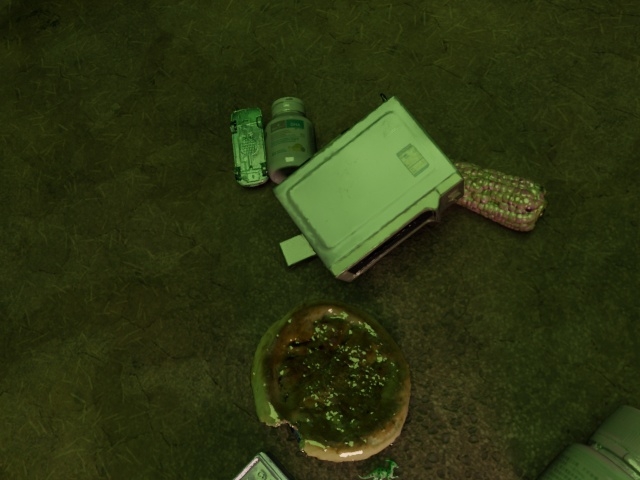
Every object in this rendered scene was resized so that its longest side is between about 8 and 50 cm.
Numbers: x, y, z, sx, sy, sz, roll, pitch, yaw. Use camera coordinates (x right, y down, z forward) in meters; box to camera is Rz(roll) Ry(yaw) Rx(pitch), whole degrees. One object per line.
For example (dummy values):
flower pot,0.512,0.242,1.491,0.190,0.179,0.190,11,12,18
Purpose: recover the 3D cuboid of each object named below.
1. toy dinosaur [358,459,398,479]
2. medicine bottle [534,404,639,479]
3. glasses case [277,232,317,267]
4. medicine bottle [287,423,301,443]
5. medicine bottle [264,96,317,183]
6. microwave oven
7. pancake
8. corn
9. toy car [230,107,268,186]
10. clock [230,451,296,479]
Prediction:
toy dinosaur,0.132,0.512,1.430,0.083,0.021,0.062,20,67,13
medicine bottle,0.562,0.493,1.237,0.302,0.241,0.241,-44,68,-7
glasses case,0.000,0.000,1.636,0.205,0.047,0.070,-23,76,1
medicine bottle,-0.042,0.369,1.470,0.107,0.107,0.191,-33,67,-3
medicine bottle,-0.079,-0.265,1.704,0.135,0.135,0.215,-8,69,8
microwave oven,0.118,-0.109,1.496,0.355,0.218,0.286,-39,76,6
pancake,0.029,0.308,1.424,0.383,0.071,0.382,8,53,-10
corn,0.383,-0.126,1.574,0.335,0.126,0.126,21,75,19
toy car,-0.189,-0.249,1.752,0.090,0.076,0.224,-8,76,6
clock,-0.144,0.586,1.425,0.193,0.073,0.145,-45,68,-8
